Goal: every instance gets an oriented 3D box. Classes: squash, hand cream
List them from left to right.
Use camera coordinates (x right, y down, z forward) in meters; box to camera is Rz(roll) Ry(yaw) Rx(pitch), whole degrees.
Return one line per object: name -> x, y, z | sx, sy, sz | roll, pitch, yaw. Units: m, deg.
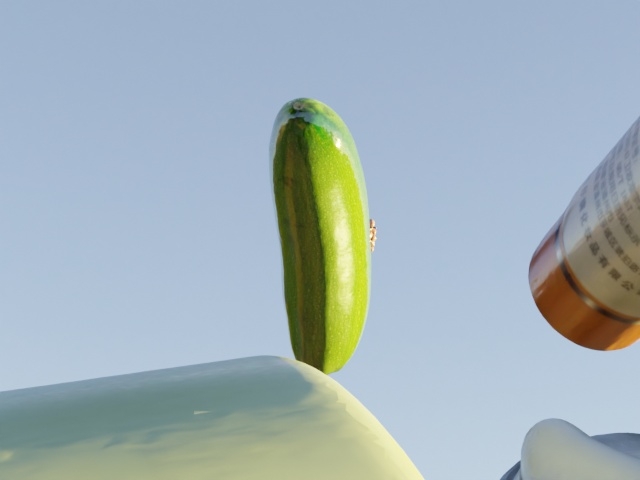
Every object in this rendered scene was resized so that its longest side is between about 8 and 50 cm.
squash -> 0.002, -0.002, 1.298 | 0.082, 0.082, 0.292 | 1, -50, 8
hand cream -> 0.204, -0.048, 0.796 | 0.089, 0.140, 0.314 | 0, -25, -16

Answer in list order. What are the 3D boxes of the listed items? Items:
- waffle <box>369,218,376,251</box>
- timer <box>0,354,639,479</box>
waffle -> 0.018, -0.004, 1.600 | 0.083, 0.029, 0.075 | 24, -41, -20
timer -> 0.055, 0.141, 0.429 | 0.315, 0.291, 0.291 | -18, -13, -17
